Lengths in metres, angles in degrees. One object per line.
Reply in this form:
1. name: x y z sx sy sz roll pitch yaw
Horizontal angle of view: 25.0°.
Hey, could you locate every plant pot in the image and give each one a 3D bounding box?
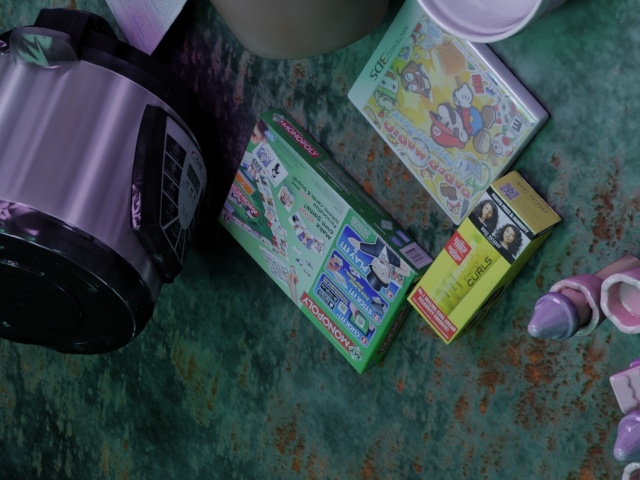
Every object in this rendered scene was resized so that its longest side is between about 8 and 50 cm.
1. plant pot: -0.042 -0.372 1.654 0.323 0.323 0.280 21 139 39

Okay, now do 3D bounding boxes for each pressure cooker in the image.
1. pressure cooker: -0.355 -0.100 2.008 0.375 0.420 0.370 31 147 -24

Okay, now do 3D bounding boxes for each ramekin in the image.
1. ramekin: 0.193 -0.323 1.546 0.207 0.109 0.207 22 124 38

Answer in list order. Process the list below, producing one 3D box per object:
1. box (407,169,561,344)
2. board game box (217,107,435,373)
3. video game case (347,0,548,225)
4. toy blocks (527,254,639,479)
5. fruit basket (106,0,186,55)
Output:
1. box: 0.195 0.024 1.756 0.087 0.058 0.232 50 138 16
2. board game box: 0.000 0.000 1.964 0.317 0.046 0.213 46 137 20
3. video game case: 0.147 -0.163 1.740 0.227 0.026 0.206 51 138 16
4. toy blocks: 0.377 0.146 1.468 0.309 0.260 0.289 -20 93 50
5. fruit basket: -0.259 -0.450 1.967 0.327 0.165 0.353 60 155 6
